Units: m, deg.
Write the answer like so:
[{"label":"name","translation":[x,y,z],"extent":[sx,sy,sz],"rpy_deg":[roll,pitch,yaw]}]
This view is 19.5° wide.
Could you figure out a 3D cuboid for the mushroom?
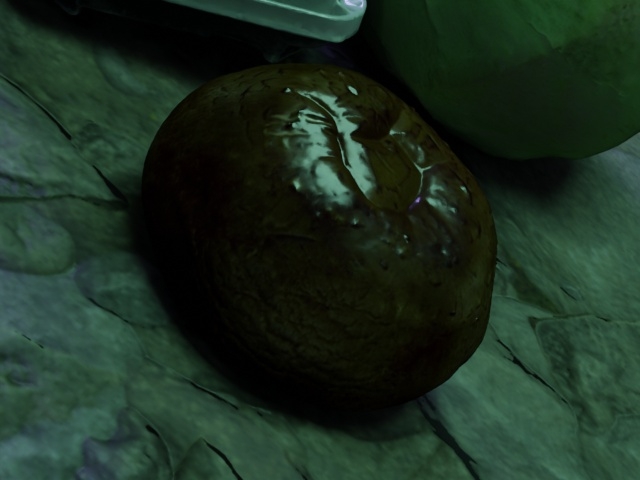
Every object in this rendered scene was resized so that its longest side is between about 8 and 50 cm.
[{"label":"mushroom","translation":[0.008,-0.010,1.093],"extent":[0.231,0.138,0.194],"rpy_deg":[33,33,-7]}]

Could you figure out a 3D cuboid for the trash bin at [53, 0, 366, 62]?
[{"label":"trash bin","translation":[-0.050,-0.343,1.224],"extent":[0.255,0.368,0.296],"rpy_deg":[12,40,-19]}]

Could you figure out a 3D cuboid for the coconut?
[{"label":"coconut","translation":[0.149,-0.221,1.370],"extent":[0.328,0.281,0.328],"rpy_deg":[30,55,-55]}]
